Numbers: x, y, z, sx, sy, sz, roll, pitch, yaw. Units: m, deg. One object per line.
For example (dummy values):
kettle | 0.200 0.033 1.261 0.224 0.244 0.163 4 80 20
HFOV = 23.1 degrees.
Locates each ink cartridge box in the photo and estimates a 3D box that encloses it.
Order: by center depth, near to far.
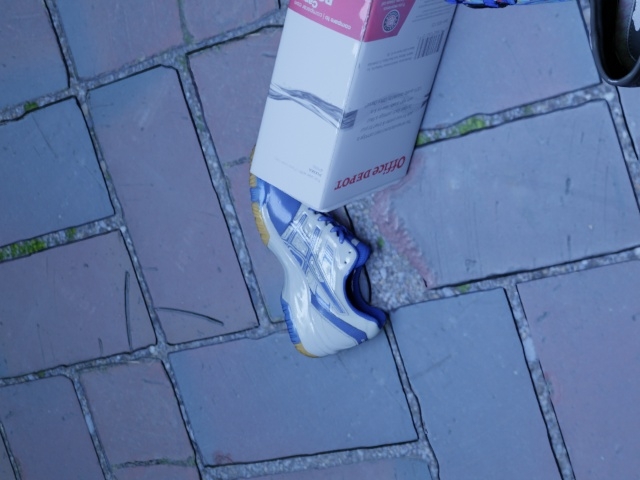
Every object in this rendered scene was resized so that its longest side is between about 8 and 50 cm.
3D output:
ink cartridge box | 0.042 -0.199 1.868 0.117 0.207 0.283 29 119 26

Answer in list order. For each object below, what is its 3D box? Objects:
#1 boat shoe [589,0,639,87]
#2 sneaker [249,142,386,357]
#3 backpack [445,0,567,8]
boat shoe | 0.350 -0.327 1.685 0.112 0.095 0.335 11 111 32
sneaker | 0.000 0.000 2.044 0.131 0.112 0.296 -16 97 19
backpack | 0.227 -0.335 1.757 0.173 0.117 0.158 11 112 29
